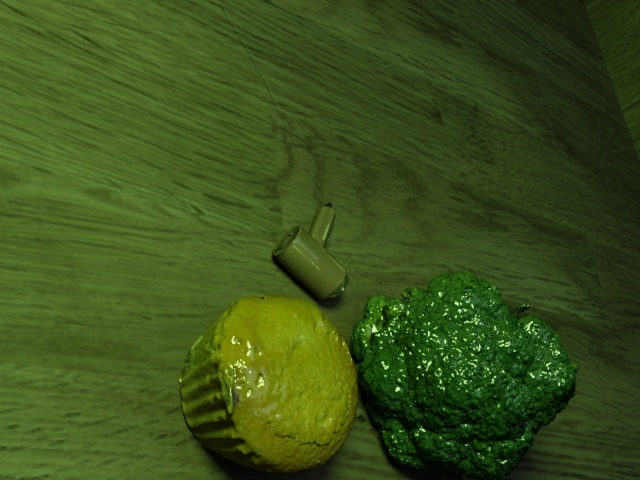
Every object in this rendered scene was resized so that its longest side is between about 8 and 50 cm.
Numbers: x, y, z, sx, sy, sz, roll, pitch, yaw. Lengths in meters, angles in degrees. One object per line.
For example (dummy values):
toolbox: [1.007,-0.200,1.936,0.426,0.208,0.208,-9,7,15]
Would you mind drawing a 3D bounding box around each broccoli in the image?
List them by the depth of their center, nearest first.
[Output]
broccoli: [0.211,0.191,1.216,0.321,0.303,0.283,59,9,-3]

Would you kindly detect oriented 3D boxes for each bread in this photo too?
bread: [-0.057,0.181,1.013,0.239,0.139,0.240,25,50,-34]

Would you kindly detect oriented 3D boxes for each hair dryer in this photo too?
hair dryer: [0.000,0.000,1.255,0.117,0.064,0.182,44,36,-19]
